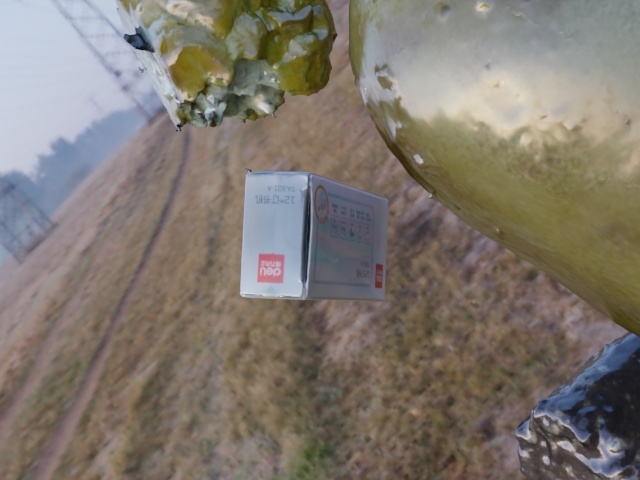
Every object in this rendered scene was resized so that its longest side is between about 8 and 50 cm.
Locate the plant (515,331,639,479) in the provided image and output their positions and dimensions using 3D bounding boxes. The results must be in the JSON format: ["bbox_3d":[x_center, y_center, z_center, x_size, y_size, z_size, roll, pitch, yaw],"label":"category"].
[{"bbox_3d":[0.243,0.127,0.728,0.194,0.129,0.132,-24,-16,-26],"label":"plant"}]

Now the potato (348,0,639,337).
[{"bbox_3d":[0.181,-0.068,0.575,0.219,0.359,0.269,-51,-8,16],"label":"potato"}]

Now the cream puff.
[{"bbox_3d":[-0.063,-0.142,0.697,0.156,0.121,0.156,-13,-7,-2],"label":"cream puff"}]

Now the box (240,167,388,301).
[{"bbox_3d":[0.000,0.000,1.134,0.079,0.135,0.269,1,-3,22],"label":"box"}]
